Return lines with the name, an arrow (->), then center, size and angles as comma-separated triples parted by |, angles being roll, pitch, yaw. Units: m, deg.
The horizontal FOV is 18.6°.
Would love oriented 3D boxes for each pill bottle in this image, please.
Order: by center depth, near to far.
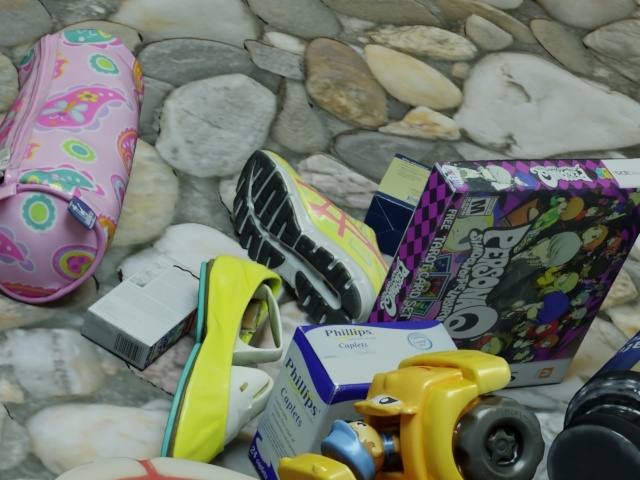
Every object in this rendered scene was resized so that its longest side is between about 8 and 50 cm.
pill bottle -> 0.275, 0.147, 1.606 | 0.123, 0.122, 0.219 | 33, 36, 18

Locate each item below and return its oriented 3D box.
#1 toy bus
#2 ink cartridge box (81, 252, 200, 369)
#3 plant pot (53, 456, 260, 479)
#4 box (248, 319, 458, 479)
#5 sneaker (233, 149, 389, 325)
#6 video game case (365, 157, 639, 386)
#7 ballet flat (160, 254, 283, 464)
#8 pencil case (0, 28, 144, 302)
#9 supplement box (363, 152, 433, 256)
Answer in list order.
toy bus -> 0.036, 0.194, 1.335 | 0.211, 0.220, 0.149 | -5, 1, -23
ink cartridge box -> -0.138, 0.057, 1.603 | 0.063, 0.029, 0.115 | 30, 34, 14
plant pot -> -0.093, 0.271, 1.087 | 0.275, 0.243, 0.275 | 16, 20, -6
box -> 0.031, 0.134, 1.485 | 0.126, 0.137, 0.072 | -1, 40, -28
sneaker -> 0.000, 0.000, 1.720 | 0.094, 0.081, 0.208 | -4, 47, -42
video game case -> 0.149, 0.032, 1.605 | 0.210, 0.232, 0.042 | -2, 42, -30
ballet flat -> -0.070, 0.096, 1.519 | 0.077, 0.077, 0.231 | 8, 41, 1
pencil case -> -0.222, -0.072, 1.655 | 0.124, 0.124, 0.284 | 16, 34, -6
supplement box -> 0.089, -0.026, 1.808 | 0.083, 0.056, 0.083 | 23, 34, 4
